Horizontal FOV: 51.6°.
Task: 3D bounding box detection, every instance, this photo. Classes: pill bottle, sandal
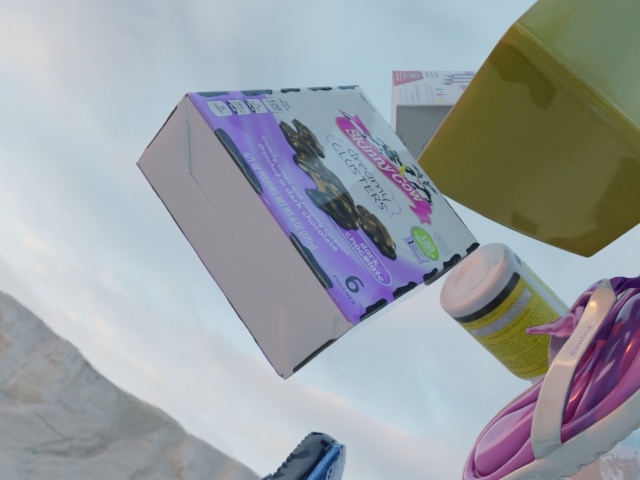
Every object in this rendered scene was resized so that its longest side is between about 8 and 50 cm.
[{"bbox_3d":[0.269,0.111,0.883,0.208,0.119,0.119,42,-31,-14],"label":"pill bottle"},{"bbox_3d":[0.244,0.133,0.660,0.102,0.169,0.416,30,-61,0],"label":"sandal"}]

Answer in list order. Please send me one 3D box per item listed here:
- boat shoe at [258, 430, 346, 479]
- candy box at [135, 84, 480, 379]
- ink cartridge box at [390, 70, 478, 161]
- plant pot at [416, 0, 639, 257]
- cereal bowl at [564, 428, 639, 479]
[{"bbox_3d":[-0.073,0.238,0.502,0.089,0.258,0.108,18,-50,29],"label":"boat shoe"},{"bbox_3d":[0.004,-0.022,0.455,0.070,0.196,0.164,-43,-102,34],"label":"candy box"},{"bbox_3d":[0.180,-0.140,0.850,0.176,0.128,0.127,1,-57,3],"label":"ink cartridge box"},{"bbox_3d":[0.246,-0.113,0.615,0.187,0.212,0.212,41,-29,8],"label":"plant pot"},{"bbox_3d":[0.426,0.411,0.835,0.339,0.339,0.141,46,-29,-18],"label":"cereal bowl"}]
